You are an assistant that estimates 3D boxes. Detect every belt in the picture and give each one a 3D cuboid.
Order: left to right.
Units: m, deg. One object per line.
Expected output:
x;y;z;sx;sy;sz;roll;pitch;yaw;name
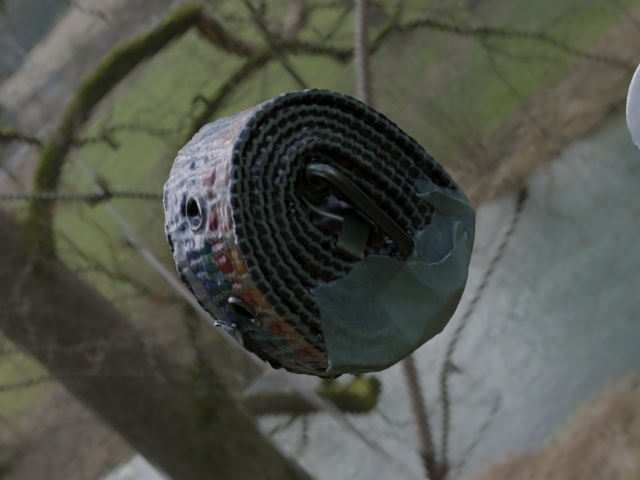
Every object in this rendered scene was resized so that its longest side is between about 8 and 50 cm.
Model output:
0.000;0.000;1.378;0.150;0.257;0.207;-12;40;57;belt

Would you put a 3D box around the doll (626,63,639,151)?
0.339;-0.103;1.209;0.257;0.161;0.215;-5;-15;-45;doll
